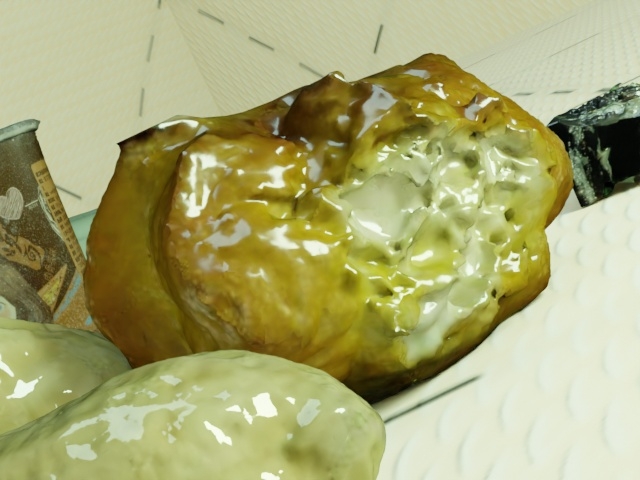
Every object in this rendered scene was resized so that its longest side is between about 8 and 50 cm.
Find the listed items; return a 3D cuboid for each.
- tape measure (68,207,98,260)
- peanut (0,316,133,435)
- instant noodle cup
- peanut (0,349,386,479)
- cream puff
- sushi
[{"bbox_3d":[-0.323,0.058,1.385,0.246,0.125,0.243,-20,2,17],"label":"tape measure"},{"bbox_3d":[-0.208,0.113,0.605,0.274,0.125,0.111,-28,27,-21],"label":"peanut"},{"bbox_3d":[-0.272,0.041,1.001,0.217,0.207,0.217,-26,7,4],"label":"instant noodle cup"},{"bbox_3d":[-0.078,0.099,0.418,0.214,0.090,0.098,-22,-35,8],"label":"peanut"},{"bbox_3d":[0.000,0.000,0.637,0.241,0.155,0.269,-18,3,18],"label":"cream puff"},{"bbox_3d":[0.196,-0.070,0.799,0.083,0.056,0.085,-22,9,28],"label":"sushi"}]
